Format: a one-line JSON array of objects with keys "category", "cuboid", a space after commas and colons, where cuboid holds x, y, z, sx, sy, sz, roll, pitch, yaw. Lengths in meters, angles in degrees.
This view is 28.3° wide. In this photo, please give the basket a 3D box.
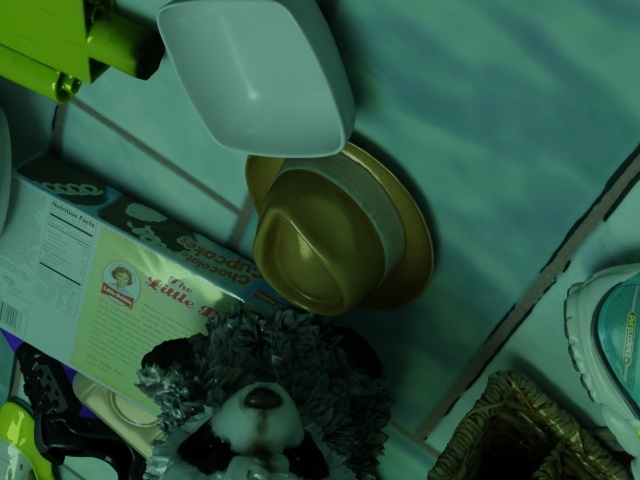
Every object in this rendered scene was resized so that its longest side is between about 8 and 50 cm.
[{"category": "basket", "cuboid": [0.165, 0.300, 1.016, 0.213, 0.299, 0.223, 24, 140, 22]}]

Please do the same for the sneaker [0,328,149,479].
[{"category": "sneaker", "cuboid": [-0.278, 0.162, 1.392, 0.293, 0.146, 0.102, 41, 145, -4]}]

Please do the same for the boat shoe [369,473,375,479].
[{"category": "boat shoe", "cuboid": [0.045, 0.273, 1.332, 0.056, 0.048, 0.153, -5, 134, 28]}]

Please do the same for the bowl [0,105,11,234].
[{"category": "bowl", "cuboid": [-0.375, -0.064, 1.195, 0.134, 0.297, 0.298, 3, 156, -29]}]

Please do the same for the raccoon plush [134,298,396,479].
[{"category": "raccoon plush", "cuboid": [-0.027, 0.270, 1.069, 0.216, 0.299, 0.446, -11, 126, 10]}]

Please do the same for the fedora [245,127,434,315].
[{"category": "fedora", "cuboid": [0.000, 0.000, 1.041, 0.194, 0.079, 0.194, 23, 140, 20]}]

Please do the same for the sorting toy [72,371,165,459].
[{"category": "sorting toy", "cuboid": [-0.132, 0.164, 1.321, 0.208, 0.038, 0.193, 46, 118, -5]}]

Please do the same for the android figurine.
[{"category": "android figurine", "cuboid": [-0.252, -0.229, 1.035, 0.273, 0.056, 0.248, 25, 142, 14]}]

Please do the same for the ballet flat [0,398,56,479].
[{"category": "ballet flat", "cuboid": [-0.403, 0.312, 1.718, 0.077, 0.077, 0.231, 22, 140, 22]}]

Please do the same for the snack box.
[{"category": "snack box", "cuboid": [-0.170, 0.066, 1.225, 0.322, 0.060, 0.187, 28, 125, 12]}]

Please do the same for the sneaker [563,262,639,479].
[{"category": "sneaker", "cuboid": [0.279, 0.135, 0.930, 0.110, 0.107, 0.275, -21, 111, 33]}]

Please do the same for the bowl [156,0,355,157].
[{"category": "bowl", "cuboid": [-0.040, -0.132, 0.956, 0.142, 0.053, 0.142, 6, 132, 37]}]

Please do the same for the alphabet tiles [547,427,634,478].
[{"category": "alphabet tiles", "cuboid": [0.343, 0.288, 1.116, 0.285, 0.011, 0.342, -13, 120, 46]}]
